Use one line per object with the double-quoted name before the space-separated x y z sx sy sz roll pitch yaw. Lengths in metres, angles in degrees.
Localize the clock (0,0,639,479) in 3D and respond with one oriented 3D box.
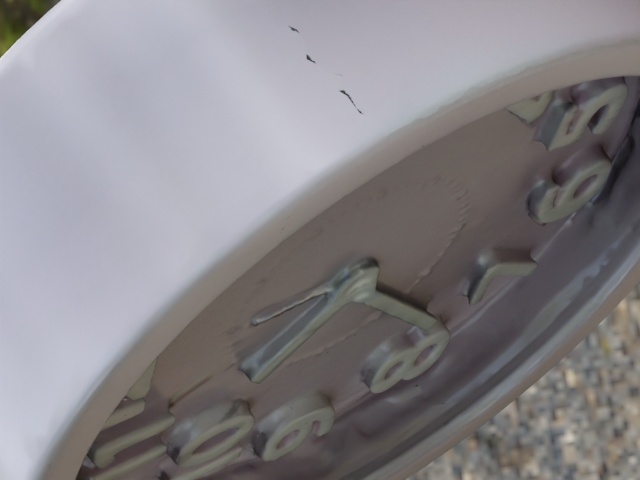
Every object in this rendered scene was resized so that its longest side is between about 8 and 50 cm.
"clock" 0.000 0.000 0.430 0.068 0.197 0.197 54 155 23
